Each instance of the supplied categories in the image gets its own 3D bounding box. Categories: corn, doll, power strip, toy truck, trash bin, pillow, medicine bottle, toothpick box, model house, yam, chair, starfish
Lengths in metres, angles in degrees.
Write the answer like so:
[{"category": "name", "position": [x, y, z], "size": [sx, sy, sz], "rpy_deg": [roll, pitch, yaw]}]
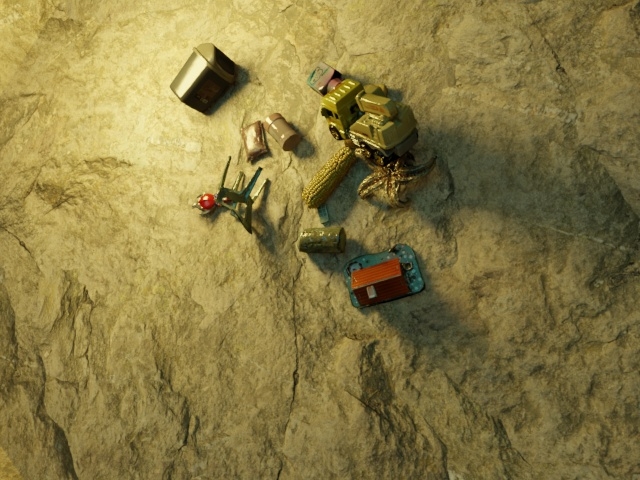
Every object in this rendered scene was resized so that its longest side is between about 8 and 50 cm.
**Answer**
[{"category": "corn", "position": [0.025, -0.255, 1.759], "size": [0.101, 0.101, 0.310], "rpy_deg": [37, 90, 21]}, {"category": "doll", "position": [-0.503, -0.179, 1.954], "size": [0.195, 0.062, 0.104], "rpy_deg": [-15, 93, 8]}, {"category": "power strip", "position": [0.011, -0.112, 1.781], "size": [0.040, 0.016, 0.089], "rpy_deg": [-17, 75, 15]}, {"category": "toy truck", "position": [0.171, -0.448, 1.555], "size": [0.181, 0.254, 0.405], "rpy_deg": [-39, 47, -11]}, {"category": "trash bin", "position": [-0.545, -0.764, 2.000], "size": [0.290, 0.209, 0.182], "rpy_deg": [-45, 70, 13]}, {"category": "pillow", "position": [-0.307, -0.456, 1.943], "size": [0.118, 0.043, 0.184], "rpy_deg": [-21, 74, 17]}, {"category": "medicine bottle", "position": [0.038, -0.665, 1.805], "size": [0.119, 0.094, 0.188], "rpy_deg": [-50, 50, 10]}, {"category": "toothpick box", "position": [-0.169, -0.475, 1.867], "size": [0.098, 0.098, 0.149], "rpy_deg": [-42, 70, 8]}, {"category": "model house", "position": [0.218, 0.129, 1.592], "size": [0.294, 0.154, 0.206], "rpy_deg": [-19, 76, 16]}, {"category": "yam", "position": [0.000, 0.000, 1.718], "size": [0.194, 0.107, 0.107], "rpy_deg": [-1, 80, 20]}, {"category": "chair", "position": [-0.335, -0.185, 1.823], "size": [0.191, 0.203, 0.274], "rpy_deg": [19, 82, 10]}, {"category": "starfish", "position": [0.271, -0.275, 1.645], "size": [0.312, 0.113, 0.303], "rpy_deg": [28, 99, 24]}]

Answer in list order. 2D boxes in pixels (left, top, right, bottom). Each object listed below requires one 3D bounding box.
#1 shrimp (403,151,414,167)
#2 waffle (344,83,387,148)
[{"category": "shrimp", "position": [0.337, -0.314, 1.694], "size": [0.161, 0.034, 0.091], "rpy_deg": [39, 95, 23]}, {"category": "waffle", "position": [0.185, -0.519, 1.773], "size": [0.168, 0.057, 0.273], "rpy_deg": [2, 80, 19]}]
